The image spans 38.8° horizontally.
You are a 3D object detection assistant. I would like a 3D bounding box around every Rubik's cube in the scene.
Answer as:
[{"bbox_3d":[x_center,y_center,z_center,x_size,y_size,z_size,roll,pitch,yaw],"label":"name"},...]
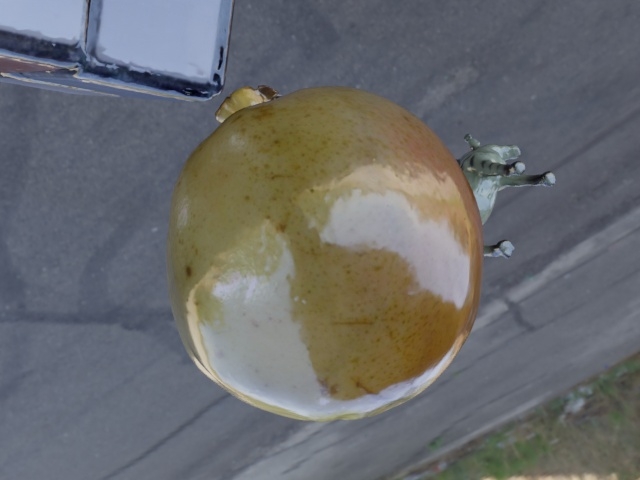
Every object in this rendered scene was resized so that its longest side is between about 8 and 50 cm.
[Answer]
[{"bbox_3d":[-0.283,-0.313,0.886,0.313,0.318,0.316,5,-177,-43],"label":"Rubik's cube"}]

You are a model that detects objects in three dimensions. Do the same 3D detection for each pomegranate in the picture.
[{"bbox_3d":[0.000,0.000,0.812,0.319,0.319,0.319,-21,155,-10],"label":"pomegranate"}]

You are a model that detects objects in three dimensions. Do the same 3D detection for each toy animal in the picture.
[{"bbox_3d":[0.178,-0.049,1.067,0.217,0.073,0.176,-53,-160,-13],"label":"toy animal"}]
